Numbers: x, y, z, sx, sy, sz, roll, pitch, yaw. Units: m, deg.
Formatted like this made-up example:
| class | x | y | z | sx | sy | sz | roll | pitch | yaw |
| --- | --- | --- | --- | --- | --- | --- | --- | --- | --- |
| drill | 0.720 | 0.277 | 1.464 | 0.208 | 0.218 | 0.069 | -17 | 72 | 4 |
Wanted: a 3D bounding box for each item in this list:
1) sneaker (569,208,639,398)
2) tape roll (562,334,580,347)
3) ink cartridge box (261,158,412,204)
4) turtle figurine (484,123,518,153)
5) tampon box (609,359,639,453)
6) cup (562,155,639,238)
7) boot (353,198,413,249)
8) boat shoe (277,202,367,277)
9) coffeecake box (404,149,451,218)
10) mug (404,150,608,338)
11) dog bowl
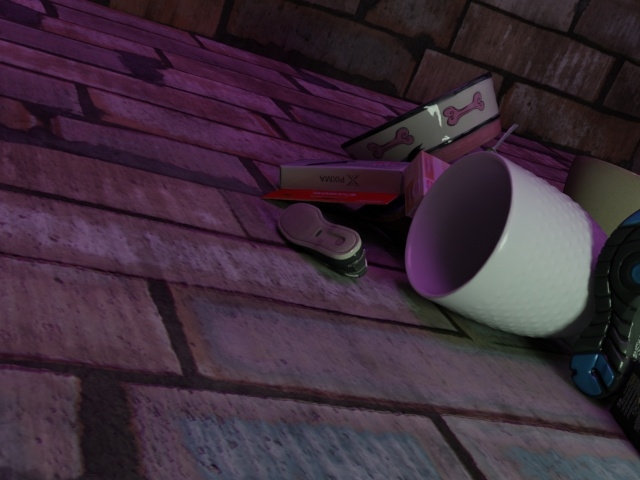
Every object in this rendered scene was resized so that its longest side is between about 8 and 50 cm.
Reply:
| class | x | y | z | sx | sy | sz | roll | pitch | yaw |
| --- | --- | --- | --- | --- | --- | --- | --- | --- | --- |
| sneaker | 0.525 | 0.099 | 1.469 | 0.139 | 0.341 | 0.125 | 9 | 17 | -43 |
| tape roll | 0.600 | 0.173 | 1.723 | 0.286 | 0.100 | 0.286 | 20 | 18 | -7 |
| ink cartridge box | 0.041 | -0.128 | 1.857 | 0.275 | 0.060 | 0.239 | 4 | 12 | 18 |
| turtle figurine | 0.359 | -0.150 | 2.227 | 0.266 | 0.275 | 0.197 | 1 | -7 | -39 |
| tampon box | 0.546 | 0.277 | 1.356 | 0.120 | 0.102 | 0.161 | 17 | 19 | -11 |
| cup | 0.702 | -0.023 | 2.116 | 0.331 | 0.237 | 0.331 | 29 | 3 | -2 |
| boot | 0.142 | -0.029 | 1.853 | 0.106 | 0.082 | 0.219 | 60 | -14 | -14 |
| boat shoe | 0.000 | 0.000 | 1.605 | 0.233 | 0.084 | 0.079 | 32 | -19 | 47 |
| coffeecake box | 0.263 | -0.080 | 1.770 | 0.185 | 0.068 | 0.142 | 24 | 41 | -18 |
| mug | 0.338 | 0.035 | 1.612 | 0.328 | 0.276 | 0.374 | 25 | -15 | -26 |
| dog bowl | 0.262 | -0.260 | 2.178 | 0.150 | 0.408 | 0.408 | 63 | 20 | -5 |
